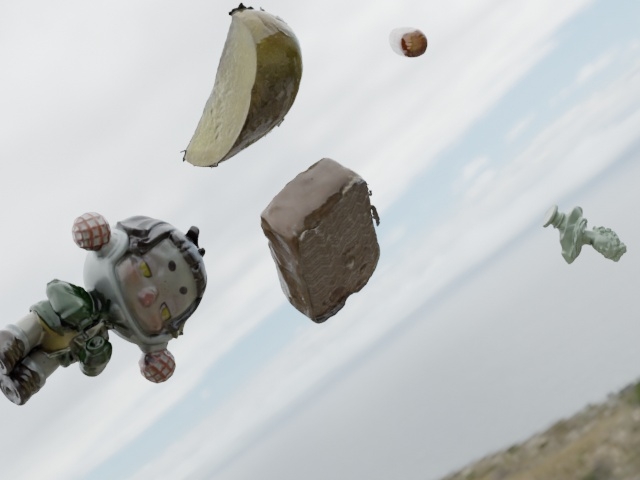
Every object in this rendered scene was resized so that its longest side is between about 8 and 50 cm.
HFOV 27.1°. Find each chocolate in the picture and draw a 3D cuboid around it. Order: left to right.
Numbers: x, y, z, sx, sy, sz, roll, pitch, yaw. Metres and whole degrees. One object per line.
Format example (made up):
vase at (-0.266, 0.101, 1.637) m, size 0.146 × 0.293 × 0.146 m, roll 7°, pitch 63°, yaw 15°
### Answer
chocolate at (0.000, 0.000, 1.778) m, size 0.148 × 0.093 × 0.214 m, roll -41°, pitch -31°, yaw -22°

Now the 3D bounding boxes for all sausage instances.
sausage at (0.121, -0.274, 1.831) m, size 0.041 × 0.039 × 0.131 m, roll -9°, pitch 13°, yaw -3°

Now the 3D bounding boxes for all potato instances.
potato at (-0.089, -0.200, 1.874) m, size 0.138 × 0.098 × 0.243 m, roll -3°, pitch -59°, yaw -50°

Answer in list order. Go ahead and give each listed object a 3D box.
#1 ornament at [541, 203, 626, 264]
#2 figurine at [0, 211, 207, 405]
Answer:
ornament at (0.293, -0.008, 1.498) m, size 0.092 × 0.068 × 0.041 m, roll 2°, pitch -21°, yaw -19°
figurine at (-0.310, 0.094, 1.912) m, size 0.370 × 0.281 × 0.167 m, roll -36°, pitch 25°, yaw -30°
